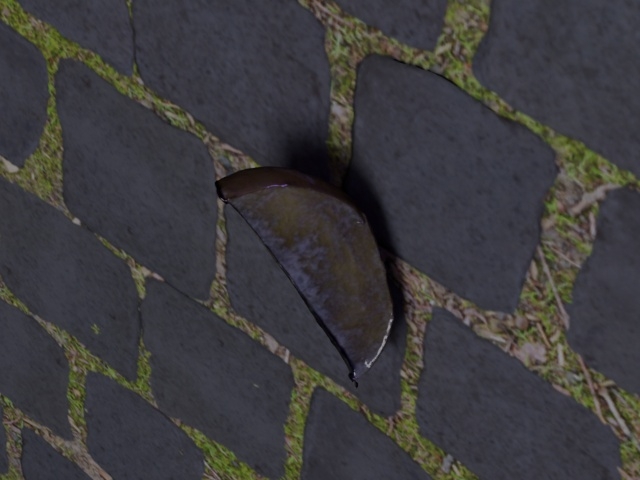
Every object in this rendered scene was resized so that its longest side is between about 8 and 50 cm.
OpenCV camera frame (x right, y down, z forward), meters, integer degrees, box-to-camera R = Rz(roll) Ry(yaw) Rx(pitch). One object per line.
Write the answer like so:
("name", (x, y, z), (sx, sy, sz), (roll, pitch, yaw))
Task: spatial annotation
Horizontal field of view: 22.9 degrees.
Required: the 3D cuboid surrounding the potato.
("potato", (0.003, 0.001, 1.484), (0.261, 0.100, 0.120), (55, -173, -34))
